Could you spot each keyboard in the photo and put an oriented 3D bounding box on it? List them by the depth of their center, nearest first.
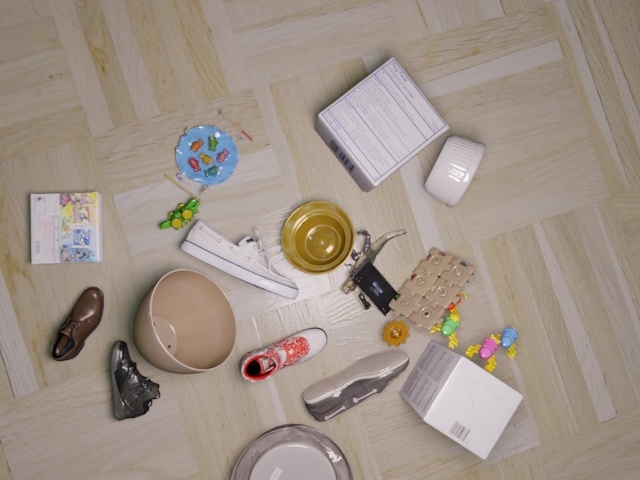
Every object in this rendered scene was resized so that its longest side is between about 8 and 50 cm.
[{"bbox_3d":[0.156,0.152,1.468,0.108,0.023,0.180,-47,112,-12],"label":"keyboard"}]

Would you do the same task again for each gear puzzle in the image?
[{"bbox_3d":[0.308,0.183,1.443,0.339,0.175,0.044,-50,137,-12],"label":"gear puzzle"}]

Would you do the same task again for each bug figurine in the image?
[{"bbox_3d":[0.445,0.253,1.415,0.279,0.216,0.072,33,127,17],"label":"bug figurine"}]

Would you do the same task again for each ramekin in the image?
[{"bbox_3d":[0.389,-0.212,1.448,0.109,0.207,0.207,27,85,6],"label":"ramekin"}]

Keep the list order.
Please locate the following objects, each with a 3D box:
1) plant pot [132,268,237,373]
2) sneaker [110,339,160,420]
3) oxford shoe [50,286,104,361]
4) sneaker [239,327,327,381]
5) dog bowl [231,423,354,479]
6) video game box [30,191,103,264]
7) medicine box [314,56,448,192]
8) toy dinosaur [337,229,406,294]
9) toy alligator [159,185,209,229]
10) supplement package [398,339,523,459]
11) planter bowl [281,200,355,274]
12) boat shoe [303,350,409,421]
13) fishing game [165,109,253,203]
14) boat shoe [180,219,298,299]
[{"bbox_3d":[-0.398,0.244,1.345,0.191,0.284,0.284,-29,90,30],"label":"plant pot"},{"bbox_3d":[-0.525,0.392,1.396,0.130,0.087,0.227,-7,91,-7],"label":"sneaker"},{"bbox_3d":[-0.685,0.239,1.383,0.083,0.096,0.227,23,84,-2],"label":"oxford shoe"},{"bbox_3d":[-0.101,0.331,1.404,0.270,0.145,0.090,-18,89,-6],"label":"sneaker"},{"bbox_3d":[-0.081,0.697,1.411,0.349,0.102,0.348,0,87,-5],"label":"dog bowl"},{"bbox_3d":[-0.731,-0.036,1.415,0.187,0.048,0.205,-2,88,-3],"label":"video game box"},{"bbox_3d":[0.176,-0.336,1.457,0.289,0.149,0.263,-39,91,-6],"label":"medicine box"},{"bbox_3d":[0.132,0.035,1.482,0.118,0.064,0.268,44,84,-16],"label":"toy dinosaur"},{"bbox_3d":[-0.388,-0.085,1.447,0.190,0.056,0.051,-41,131,-4],"label":"toy alligator"},{"bbox_3d":[0.382,0.435,1.382,0.199,0.263,0.198,34,85,-3],"label":"supplement package"},{"bbox_3d":[0.000,0.000,1.445,0.217,0.090,0.217,-2,78,11],"label":"planter bowl"},{"bbox_3d":[0.114,0.428,1.446,0.335,0.112,0.095,-24,107,0],"label":"boat shoe"},{"bbox_3d":[-0.339,-0.258,1.464,0.189,0.041,0.264,42,85,-5],"label":"fishing game"},{"bbox_3d":[-0.211,0.037,1.425,0.367,0.136,0.156,25,82,6],"label":"boat shoe"}]
